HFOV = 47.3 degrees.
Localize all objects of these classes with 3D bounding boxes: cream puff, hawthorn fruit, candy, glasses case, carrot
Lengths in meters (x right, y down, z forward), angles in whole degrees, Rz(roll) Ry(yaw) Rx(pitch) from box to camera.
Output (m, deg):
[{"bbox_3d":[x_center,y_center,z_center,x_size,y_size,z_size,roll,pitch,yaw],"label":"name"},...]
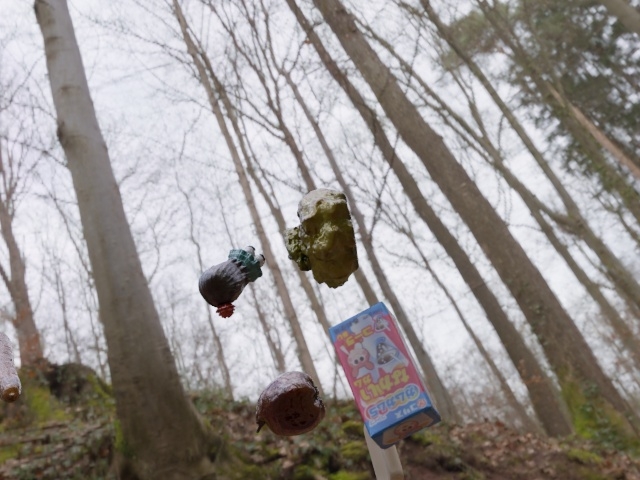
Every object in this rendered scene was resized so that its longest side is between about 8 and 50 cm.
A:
[{"bbox_3d":[0.000,0.002,1.892,0.185,0.282,0.282,-9,-36,-2],"label":"cream puff"},{"bbox_3d":[-0.114,0.556,2.409,0.248,0.208,0.208,-30,-36,0],"label":"hawthorn fruit"},{"bbox_3d":[0.145,0.309,1.700,0.157,0.306,0.100,-28,-38,7],"label":"candy"},{"bbox_3d":[0.167,0.566,1.957,0.050,0.196,0.083,1,-38,-22],"label":"glasses case"},{"bbox_3d":[-0.475,0.193,1.086,0.061,0.209,0.061,-8,-75,-29],"label":"carrot"}]

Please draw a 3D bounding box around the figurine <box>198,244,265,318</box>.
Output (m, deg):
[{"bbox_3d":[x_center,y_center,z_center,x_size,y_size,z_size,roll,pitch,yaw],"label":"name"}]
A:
[{"bbox_3d":[-0.236,0.103,2.024,0.110,0.138,0.245,-49,-3,38],"label":"figurine"}]
